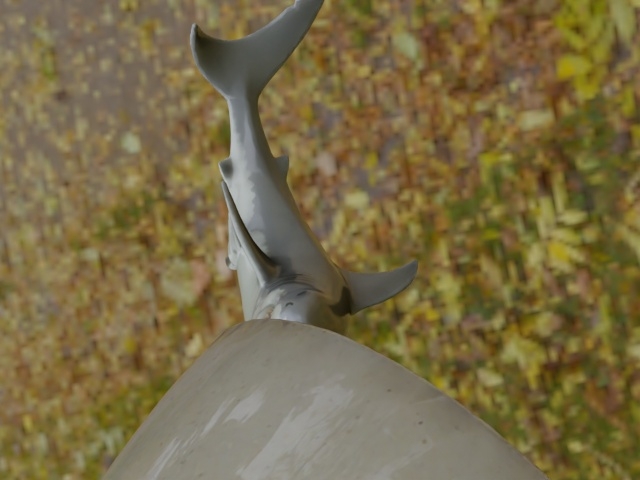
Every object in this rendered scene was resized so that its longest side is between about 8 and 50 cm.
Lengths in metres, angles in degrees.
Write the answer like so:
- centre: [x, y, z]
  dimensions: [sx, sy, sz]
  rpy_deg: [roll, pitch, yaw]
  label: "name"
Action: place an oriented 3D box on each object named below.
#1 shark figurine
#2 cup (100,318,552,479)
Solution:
- centre: [-0.004, -0.006, 1.012]
  dimensions: [0.166, 0.116, 0.278]
  rpy_deg: [89, 171, -49]
  label: "shark figurine"
- centre: [-0.020, 0.234, 0.746]
  dimensions: [0.331, 0.237, 0.331]
  rpy_deg: [38, 151, 25]
  label: "cup"
